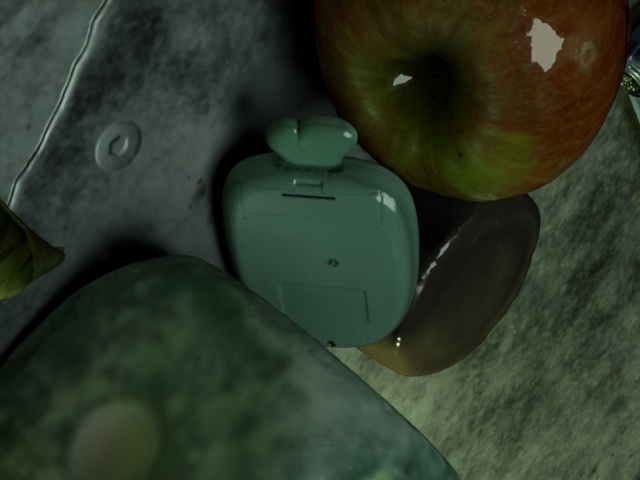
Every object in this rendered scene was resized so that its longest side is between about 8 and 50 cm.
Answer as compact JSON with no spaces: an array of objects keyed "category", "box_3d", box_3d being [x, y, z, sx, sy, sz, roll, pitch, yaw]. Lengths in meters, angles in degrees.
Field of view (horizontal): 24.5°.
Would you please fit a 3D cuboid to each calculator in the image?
[{"category":"calculator","box_3d":[0.000,0.000,1.373,0.295,0.184,0.042,83,16,-45]}]

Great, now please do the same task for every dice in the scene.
[{"category":"dice","box_3d":[-0.094,0.238,1.307,0.328,0.330,0.348,-49,142,-8]}]

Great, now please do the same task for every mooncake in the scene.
[{"category":"mooncake","box_3d":[0.122,0.027,1.555,0.245,0.133,0.245,-30,138,-32]}]

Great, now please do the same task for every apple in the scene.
[{"category":"apple","box_3d":[0.142,-0.189,1.307,0.250,0.277,0.309,-48,170,-33]}]

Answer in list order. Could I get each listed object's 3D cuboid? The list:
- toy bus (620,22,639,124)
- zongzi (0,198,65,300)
[{"category":"toy bus","box_3d":[0.456,-0.168,1.785,0.125,0.133,0.292,-50,144,-9]},{"category":"zongzi","box_3d":[-0.269,-0.047,1.064,0.274,0.125,0.251,-17,138,-45]}]
